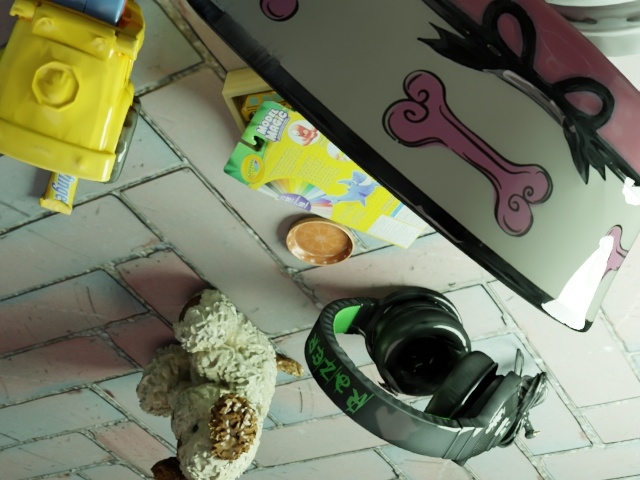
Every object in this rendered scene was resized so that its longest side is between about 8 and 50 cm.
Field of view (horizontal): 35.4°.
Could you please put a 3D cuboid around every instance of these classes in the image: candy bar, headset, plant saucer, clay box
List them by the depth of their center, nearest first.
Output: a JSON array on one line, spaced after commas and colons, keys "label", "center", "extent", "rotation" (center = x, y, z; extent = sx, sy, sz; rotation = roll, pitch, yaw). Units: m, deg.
[{"label": "clay box", "center": [0.024, -0.079, 1.038], "extent": [0.222, 0.053, 0.127], "rotation": [22, 138, -15]}, {"label": "candy bar", "center": [-0.296, -0.084, 1.171], "extent": [0.040, 0.018, 0.161], "rotation": [19, 140, -13]}, {"label": "plant saucer", "center": [0.000, 0.000, 1.225], "extent": [0.083, 0.013, 0.083], "rotation": [4, 140, 3]}, {"label": "headset", "center": [0.145, 0.190, 1.255], "extent": [0.394, 0.243, 0.185], "rotation": [8, 120, -38]}]

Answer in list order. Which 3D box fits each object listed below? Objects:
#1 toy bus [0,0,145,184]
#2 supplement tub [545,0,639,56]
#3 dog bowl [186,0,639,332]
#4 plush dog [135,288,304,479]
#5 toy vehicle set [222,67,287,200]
[{"label": "toy bus", "center": [-0.229, -0.182, 0.942], "extent": [0.149, 0.220, 0.212], "rotation": [18, 106, -11]}, {"label": "supplement tub", "center": [0.183, -0.307, 0.656], "extent": [0.235, 0.235, 0.325], "rotation": [-13, 136, 24]}, {"label": "dog bowl", "center": [0.096, -0.120, 0.773], "extent": [0.408, 0.408, 0.150], "rotation": [34, 102, -28]}, {"label": "plush dog", "center": [-0.134, 0.229, 1.354], "extent": [0.210, 0.225, 0.262], "rotation": [22, 138, -16]}, {"label": "toy vehicle set", "center": [0.050, -0.126, 1.049], "extent": [0.266, 0.035, 0.166], "rotation": [-8, 138, 18]}]
